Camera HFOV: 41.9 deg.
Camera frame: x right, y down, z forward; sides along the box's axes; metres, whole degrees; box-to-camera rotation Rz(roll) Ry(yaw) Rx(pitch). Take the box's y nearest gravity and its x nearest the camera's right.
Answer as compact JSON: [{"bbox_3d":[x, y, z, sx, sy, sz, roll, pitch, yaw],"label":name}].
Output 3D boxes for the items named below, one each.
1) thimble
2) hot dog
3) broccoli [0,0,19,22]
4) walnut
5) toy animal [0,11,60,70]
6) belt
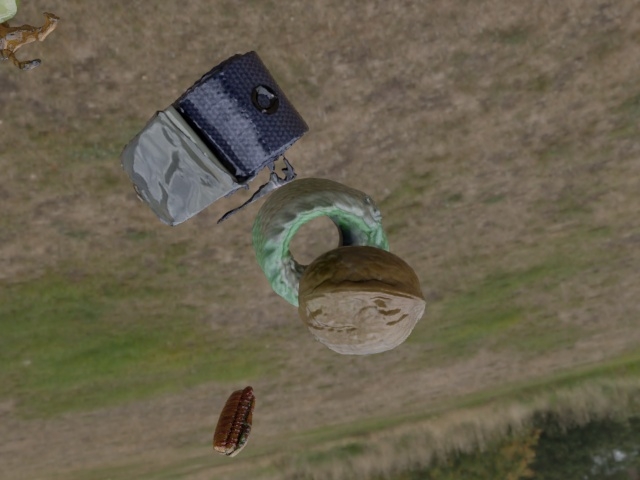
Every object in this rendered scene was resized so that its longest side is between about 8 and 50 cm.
[{"bbox_3d":[0.000,0.000,1.383,0.219,0.218,0.150,-7,-160,-11],"label":"thimble"},{"bbox_3d":[-0.150,0.320,1.491,0.062,0.144,0.038,18,134,0],"label":"hot dog"},{"bbox_3d":[-0.250,-0.354,0.671,0.252,0.361,0.221,-21,158,-2],"label":"broccoli"},{"bbox_3d":[0.038,0.054,0.771,0.125,0.105,0.105,-6,166,28],"label":"walnut"},{"bbox_3d":[-0.420,-0.270,1.081,0.114,0.255,0.116,5,119,-35],"label":"toy animal"},{"bbox_3d":[-0.106,-0.088,0.845,0.140,0.126,0.230,-41,-170,-35],"label":"belt"}]
